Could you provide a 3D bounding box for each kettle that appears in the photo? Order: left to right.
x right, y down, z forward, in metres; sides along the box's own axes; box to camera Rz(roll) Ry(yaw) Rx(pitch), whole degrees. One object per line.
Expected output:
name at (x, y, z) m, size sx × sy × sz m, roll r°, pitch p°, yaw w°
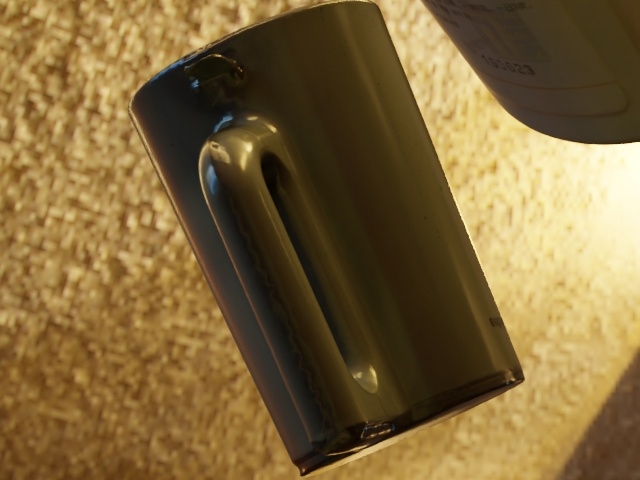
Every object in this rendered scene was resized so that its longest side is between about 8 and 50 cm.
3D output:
kettle at (0.005, -0.002, 0.632) m, size 0.098 × 0.148 × 0.127 m, roll -20°, pitch -10°, yaw -15°

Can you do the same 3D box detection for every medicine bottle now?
medicine bottle at (0.087, -0.196, 0.981) m, size 0.179 × 0.124 × 0.324 m, roll 22°, pitch -19°, yaw 52°
